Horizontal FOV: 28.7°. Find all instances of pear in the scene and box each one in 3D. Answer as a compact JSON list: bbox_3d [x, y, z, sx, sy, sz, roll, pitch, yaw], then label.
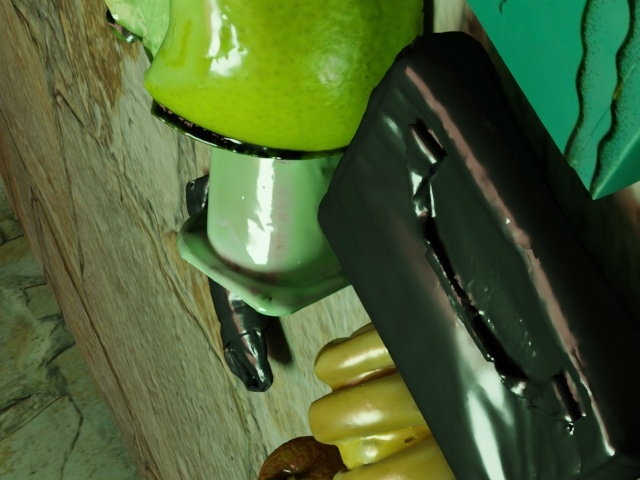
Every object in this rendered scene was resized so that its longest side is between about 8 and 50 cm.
[{"bbox_3d":[-0.052,-0.212,0.809,0.292,0.159,0.292,52,151,43],"label":"pear"}]

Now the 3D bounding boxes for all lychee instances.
[{"bbox_3d":[-0.012,0.252,1.304,0.114,0.101,0.140,18,150,26],"label":"lychee"}]

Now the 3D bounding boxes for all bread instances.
[{"bbox_3d":[0.090,0.207,0.936,0.311,0.121,0.173,64,161,6],"label":"bread"}]

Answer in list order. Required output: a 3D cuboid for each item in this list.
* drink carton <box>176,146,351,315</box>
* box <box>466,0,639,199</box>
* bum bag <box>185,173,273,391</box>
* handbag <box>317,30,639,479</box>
[{"bbox_3d":[-0.026,-0.051,0.947,0.144,0.146,0.142,32,132,35],"label":"drink carton"},{"bbox_3d":[0.111,-0.152,0.595,0.226,0.042,0.161,61,162,20],"label":"box"},{"bbox_3d":[-0.101,0.048,1.392,0.123,0.060,0.248,4,114,71],"label":"bum bag"},{"bbox_3d":[0.103,0.034,0.762,0.275,0.088,0.244,65,161,17],"label":"handbag"}]
